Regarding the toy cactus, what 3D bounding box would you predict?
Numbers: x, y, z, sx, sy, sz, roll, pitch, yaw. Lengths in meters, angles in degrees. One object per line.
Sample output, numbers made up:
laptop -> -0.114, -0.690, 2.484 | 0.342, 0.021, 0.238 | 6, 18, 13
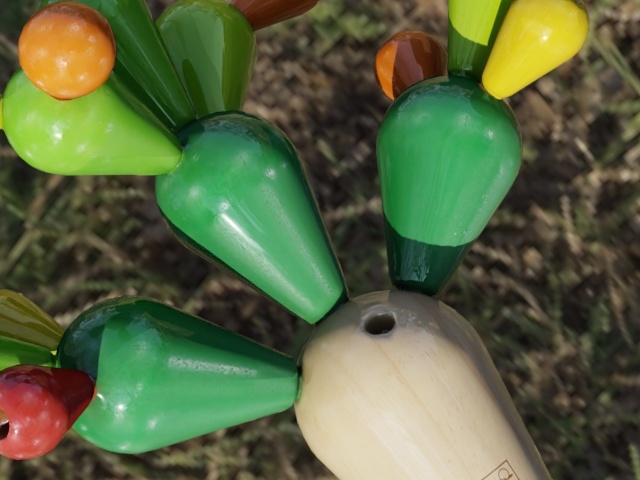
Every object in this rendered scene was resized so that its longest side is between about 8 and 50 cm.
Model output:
toy cactus -> 0.000, 0.000, 0.480 | 0.219, 0.112, 0.180 | -36, 88, -32
